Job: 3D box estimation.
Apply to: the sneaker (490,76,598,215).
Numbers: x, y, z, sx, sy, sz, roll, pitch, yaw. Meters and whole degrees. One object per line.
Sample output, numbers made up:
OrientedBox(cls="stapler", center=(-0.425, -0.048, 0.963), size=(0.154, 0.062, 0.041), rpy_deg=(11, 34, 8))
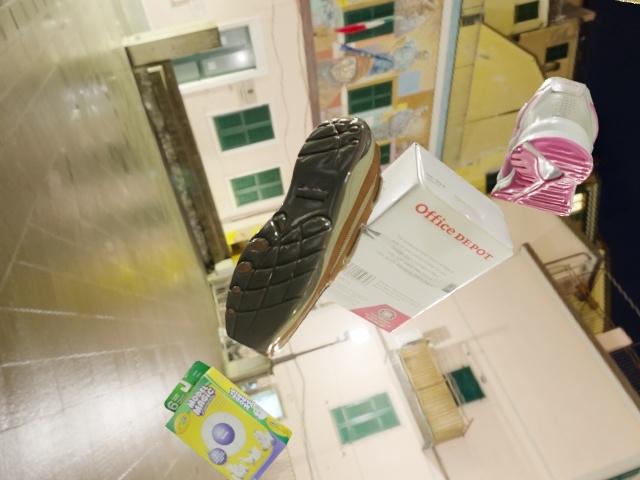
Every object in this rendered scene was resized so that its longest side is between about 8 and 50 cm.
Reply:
OrientedBox(cls="sneaker", center=(0.282, -0.108, 0.631), size=(0.252, 0.103, 0.111), rpy_deg=(56, 53, -74))

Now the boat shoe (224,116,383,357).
OrientedBox(cls="boat shoe", center=(0.000, 0.000, 0.660), size=(0.122, 0.324, 0.120), rpy_deg=(19, -15, 37))

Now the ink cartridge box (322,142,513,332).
OrientedBox(cls="ink cartridge box", center=(0.137, 0.010, 0.851), size=(0.283, 0.207, 0.117), rpy_deg=(-42, -153, 35))

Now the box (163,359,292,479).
OrientedBox(cls="box", center=(-0.142, 0.267, 0.748), size=(0.179, 0.105, 0.043), rpy_deg=(38, 12, 5))

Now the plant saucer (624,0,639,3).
OrientedBox(cls="plant saucer", center=(0.219, -0.352, 0.349), size=(0.081, 0.332, 0.333), rpy_deg=(-63, 165, -61))
